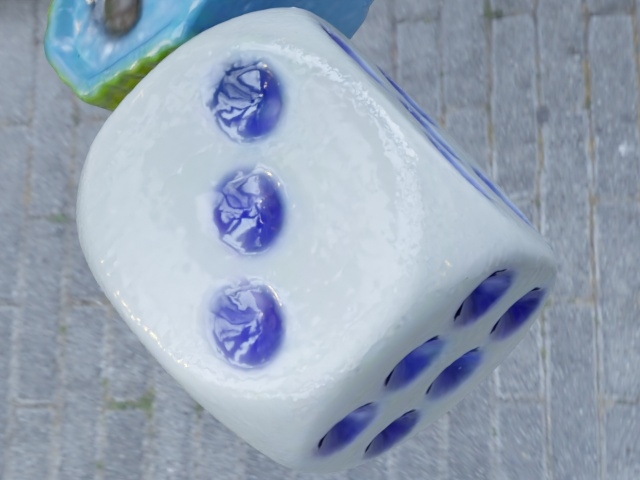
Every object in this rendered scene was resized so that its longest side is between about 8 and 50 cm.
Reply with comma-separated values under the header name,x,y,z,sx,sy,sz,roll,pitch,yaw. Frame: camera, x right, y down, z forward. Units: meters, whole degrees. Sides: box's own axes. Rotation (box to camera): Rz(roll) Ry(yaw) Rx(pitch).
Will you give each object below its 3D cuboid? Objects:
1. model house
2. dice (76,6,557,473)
name,x,y,z,sx,sy,sz,roll,pitch,yaw
model house,-0.104,-0.225,1.388,0.215,0.237,0.303,43,107,32
dice,0.000,0.000,1.226,0.277,0.304,0.304,-45,68,6
